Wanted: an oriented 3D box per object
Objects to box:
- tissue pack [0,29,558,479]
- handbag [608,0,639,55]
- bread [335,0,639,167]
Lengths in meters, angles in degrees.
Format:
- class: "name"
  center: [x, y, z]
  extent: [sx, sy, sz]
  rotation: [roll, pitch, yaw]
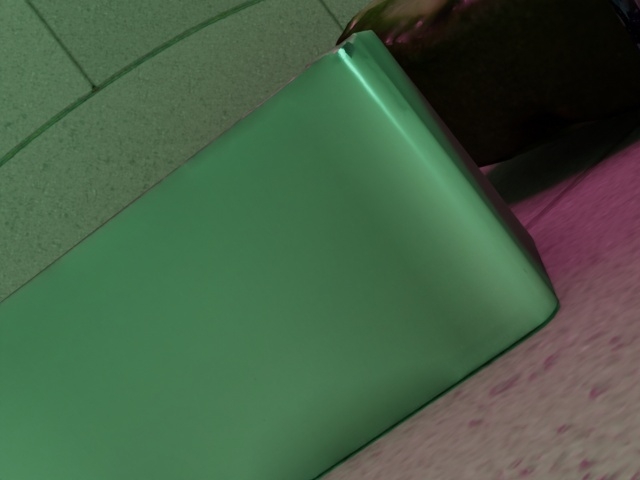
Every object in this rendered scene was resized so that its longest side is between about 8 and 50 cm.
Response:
- class: "tissue pack"
  center: [-0.038, 0.030, 0.523]
  extent: [0.246, 0.136, 0.159]
  rotation: [-36, 5, 12]
- class: "handbag"
  center: [0.190, -0.161, 0.425]
  extent: [0.208, 0.228, 0.127]
  rotation: [-27, -31, 20]
- class: "bread"
  center: [0.192, -0.196, 0.741]
  extent: [0.382, 0.129, 0.366]
  rotation: [-33, 14, 9]
